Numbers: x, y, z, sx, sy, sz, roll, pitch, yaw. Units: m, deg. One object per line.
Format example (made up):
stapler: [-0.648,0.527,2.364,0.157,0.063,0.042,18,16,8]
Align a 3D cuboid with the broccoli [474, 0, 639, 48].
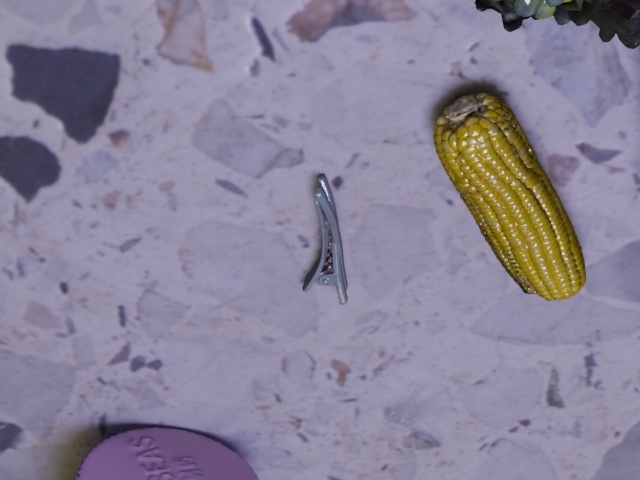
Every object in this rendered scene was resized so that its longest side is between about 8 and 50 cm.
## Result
broccoli: [0.154,-0.270,1.202,0.272,0.324,0.334,-12,168,-19]

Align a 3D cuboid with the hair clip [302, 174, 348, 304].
hair clip: [0.000,0.001,1.530,0.039,0.030,0.115,-4,123,2]

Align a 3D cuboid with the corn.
corn: [0.156,-0.033,1.493,0.072,0.072,0.203,-25,122,14]

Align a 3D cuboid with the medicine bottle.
medicine bottle: [-0.156,0.330,1.656,0.178,0.178,0.291,8,122,-7]
